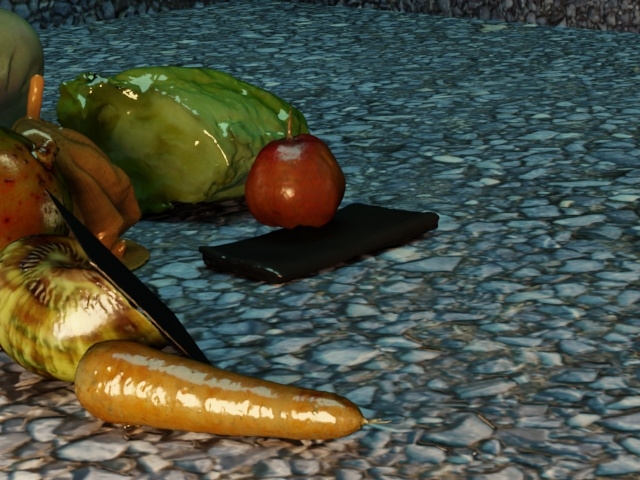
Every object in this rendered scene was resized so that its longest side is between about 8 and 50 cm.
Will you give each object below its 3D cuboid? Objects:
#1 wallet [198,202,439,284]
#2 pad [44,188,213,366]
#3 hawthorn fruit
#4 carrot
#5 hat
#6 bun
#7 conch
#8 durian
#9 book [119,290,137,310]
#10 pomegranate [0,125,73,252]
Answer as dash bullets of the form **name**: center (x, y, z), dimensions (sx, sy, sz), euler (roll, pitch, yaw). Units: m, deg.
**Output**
- **wallet**: center (0.000, -0.001, 1.917), dimensions (0.285, 0.030, 0.146), euler (-19, 25, -42)
- **pad**: center (-0.179, 0.049, 1.529), dimensions (0.005, 0.202, 0.300), euler (-45, 23, -3)
- **hawthorn fruit**: center (-0.034, -0.075, 1.927), dimensions (0.125, 0.140, 0.125), euler (-30, -7, -4)
- **carrot**: center (-0.076, 0.140, 1.357), dimensions (0.298, 0.078, 0.078), euler (7, 18, 23)
- **hat**: center (-0.336, -0.088, 1.912), dimensions (0.233, 0.233, 0.244), euler (-7, 17, -17)
- **bun**: center (-0.550, -0.235, 2.529), dimensions (0.179, 0.283, 0.283), euler (47, 37, 17)
- **conch**: center (-0.243, 0.075, 1.532), dimensions (0.187, 0.124, 0.181), euler (36, 2, 2)
- **durian**: center (-0.170, -0.132, 2.153), dimensions (0.256, 0.204, 0.339), euler (26, 21, 34)
- **book**: center (-0.327, 0.079, 1.696), dimensions (0.228, 0.024, 0.160), euler (-10, 15, -22)
- **pomegranate**: center (-0.394, -0.029, 1.718), dimensions (0.246, 0.198, 0.198), euler (-10, 16, -9)
